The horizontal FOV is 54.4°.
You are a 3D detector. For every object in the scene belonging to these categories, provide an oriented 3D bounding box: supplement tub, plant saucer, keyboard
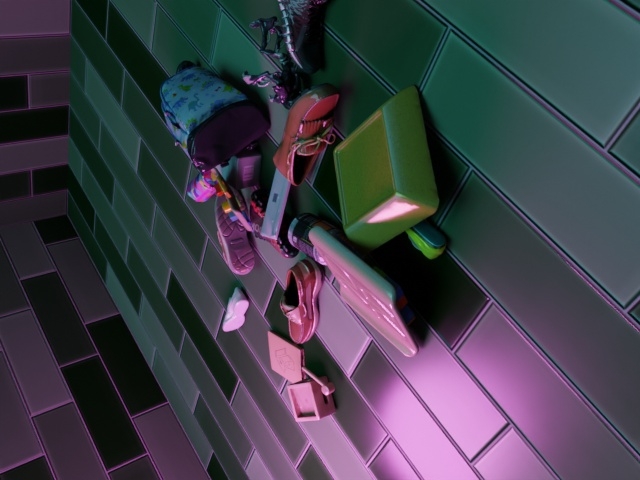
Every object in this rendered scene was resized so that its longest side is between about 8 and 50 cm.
[{"bbox_3d":[0.000,0.000,1.855,0.190,0.116,0.117,32,128,44],"label":"supplement tub"},{"bbox_3d":[0.135,-0.169,1.547,0.332,0.080,0.333,-36,56,53],"label":"plant saucer"},{"bbox_3d":[-0.136,-0.134,1.983,0.072,0.014,0.256,17,94,41],"label":"keyboard"}]

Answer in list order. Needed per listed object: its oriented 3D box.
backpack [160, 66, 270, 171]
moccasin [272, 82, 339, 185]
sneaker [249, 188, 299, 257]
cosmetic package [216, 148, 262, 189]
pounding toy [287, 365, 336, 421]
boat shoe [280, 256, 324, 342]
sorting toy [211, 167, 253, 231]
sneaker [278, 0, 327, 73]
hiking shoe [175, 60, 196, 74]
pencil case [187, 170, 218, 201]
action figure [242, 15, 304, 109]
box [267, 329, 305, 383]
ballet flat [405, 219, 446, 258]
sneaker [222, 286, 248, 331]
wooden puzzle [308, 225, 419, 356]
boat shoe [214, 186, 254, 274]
[{"bbox_3d":[-0.384,-0.422,2.075,0.355,0.290,0.274,40,162,56],"label":"backpack"},{"bbox_3d":[-0.035,-0.291,1.763,0.147,0.139,0.380,58,142,18],"label":"moccasin"},{"bbox_3d":[-0.157,-0.036,2.070,0.276,0.097,0.135,56,141,26],"label":"sneaker"},{"bbox_3d":[-0.312,-0.287,2.177,0.238,0.107,0.127,43,136,40],"label":"cosmetic package"},{"bbox_3d":[-0.009,0.504,2.104,0.206,0.094,0.181,-21,81,45],"label":"pounding toy"},{"bbox_3d":[-0.078,0.199,2.039,0.122,0.119,0.324,36,131,41],"label":"boat shoe"},{"bbox_3d":[-0.306,-0.131,2.080,0.196,0.047,0.348,60,178,21],"label":"sorting toy"},{"bbox_3d":[-0.021,-0.598,1.658,0.162,0.106,0.282,-7,108,40],"label":"sneaker"},{"bbox_3d":[-0.511,-0.521,2.337,0.132,0.113,0.304,27,125,45],"label":"hiking shoe"},{"bbox_3d":[-0.429,-0.213,2.345,0.236,0.104,0.105,-22,86,63],"label":"pencil case"},{"bbox_3d":[-0.130,-0.490,1.803,0.140,0.164,0.276,-13,84,36],"label":"action figure"},{"bbox_3d":[-0.123,0.435,2.284,0.201,0.021,0.165,20,119,48],"label":"box"},{"bbox_3d":[0.227,-0.043,1.573,0.231,0.077,0.077,52,153,24],"label":"ballet flat"},{"bbox_3d":[-0.343,0.273,2.484,0.094,0.080,0.212,62,138,35],"label":"sneaker"},{"bbox_3d":[0.133,0.127,1.666,0.322,0.080,0.348,39,165,35],"label":"wooden puzzle"},{"bbox_3d":[-0.329,-0.034,2.289,0.116,0.123,0.325,172,90,-68],"label":"boat shoe"}]
